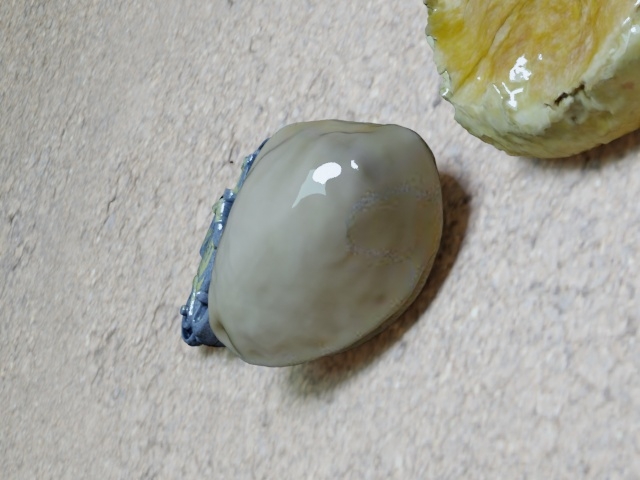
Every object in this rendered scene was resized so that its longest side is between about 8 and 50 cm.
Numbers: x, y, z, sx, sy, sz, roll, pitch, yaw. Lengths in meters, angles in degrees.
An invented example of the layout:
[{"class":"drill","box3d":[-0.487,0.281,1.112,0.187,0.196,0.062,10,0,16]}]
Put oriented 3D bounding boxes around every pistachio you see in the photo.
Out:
[{"class":"pistachio","box3d":[0.000,0.000,1.270,0.223,0.126,0.152,-45,72,35]}]

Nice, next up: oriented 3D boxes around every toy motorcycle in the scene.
[{"class":"toy motorcycle","box3d":[-0.062,0.015,1.423,0.193,0.061,0.124,-64,23,18]}]

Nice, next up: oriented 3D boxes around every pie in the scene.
[{"class":"pie","box3d":[0.178,-0.209,1.157,0.339,0.083,0.339,-33,46,42]}]
